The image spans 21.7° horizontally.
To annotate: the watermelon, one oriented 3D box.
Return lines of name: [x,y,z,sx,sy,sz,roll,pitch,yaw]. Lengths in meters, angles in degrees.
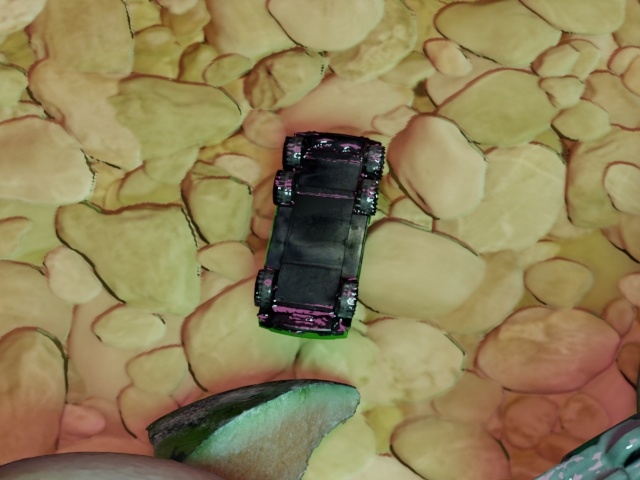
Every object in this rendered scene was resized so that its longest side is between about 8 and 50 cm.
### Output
watermelon: [-0.048,0.121,1.048,0.155,0.080,0.101,-37,26,-22]

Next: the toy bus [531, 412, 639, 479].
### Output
toy bus: [0.237,0.256,0.844,0.183,0.199,0.343,-26,57,-15]

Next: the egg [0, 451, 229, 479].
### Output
egg: [-0.131,0.190,0.880,0.271,0.206,0.161,-25,96,-8]

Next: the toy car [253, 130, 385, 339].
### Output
toy car: [0.000,0.000,1.125,0.071,0.062,0.165,6,53,6]

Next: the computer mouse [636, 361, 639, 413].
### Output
computer mouse: [0.309,0.027,1.074,0.188,0.122,0.371,9,50,6]
